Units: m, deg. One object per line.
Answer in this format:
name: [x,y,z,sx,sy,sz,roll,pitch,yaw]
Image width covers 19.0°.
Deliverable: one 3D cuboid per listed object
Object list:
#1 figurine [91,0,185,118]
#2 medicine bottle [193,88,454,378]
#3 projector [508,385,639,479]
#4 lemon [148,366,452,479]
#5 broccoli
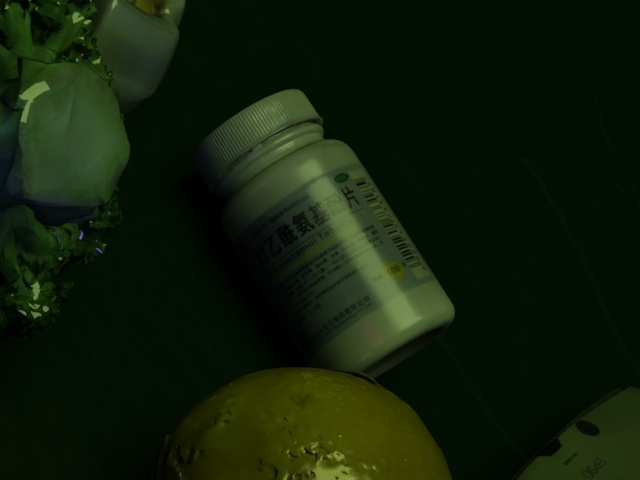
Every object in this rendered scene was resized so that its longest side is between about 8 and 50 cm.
figurine: [-0.202,-0.166,1.200,0.236,0.133,0.176,28,34,-14]
medicine bottle: [0.000,0.000,1.263,0.103,0.103,0.187,-21,75,-47]
projector: [0.216,0.208,1.246,0.193,0.088,0.269,28,31,21]
lemon: [-0.008,0.155,1.088,0.206,0.173,0.173,-25,78,-47]
broccoli: [-0.204,-0.053,1.009,0.270,0.270,0.270,2,87,-42]
